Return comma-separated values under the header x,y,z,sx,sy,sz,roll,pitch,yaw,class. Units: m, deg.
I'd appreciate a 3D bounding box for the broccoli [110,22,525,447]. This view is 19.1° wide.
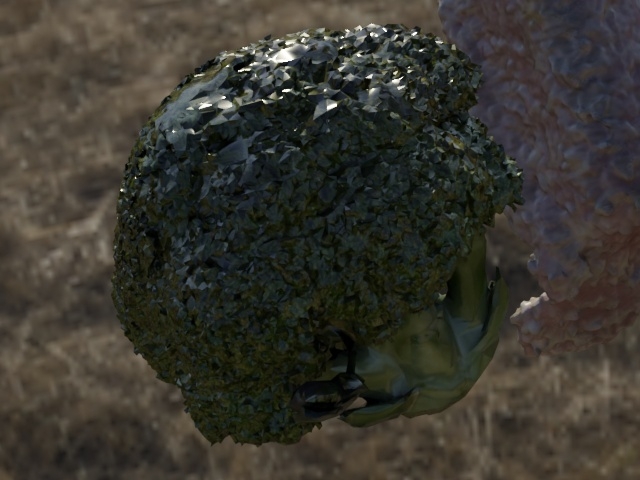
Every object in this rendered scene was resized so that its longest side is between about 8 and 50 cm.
x,y,z,sx,sy,sz,roll,pitch,yaw,class
0.000,0.000,0.531,0.131,0.120,0.130,-3,49,49,broccoli

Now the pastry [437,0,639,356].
x,y,z,sx,sy,sz,roll,pitch,yaw,class
0.129,-0.077,0.956,0.103,0.265,0.112,-15,3,-35,pastry
